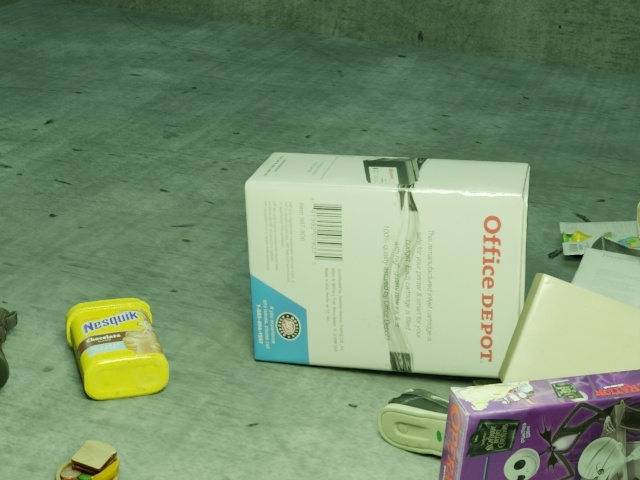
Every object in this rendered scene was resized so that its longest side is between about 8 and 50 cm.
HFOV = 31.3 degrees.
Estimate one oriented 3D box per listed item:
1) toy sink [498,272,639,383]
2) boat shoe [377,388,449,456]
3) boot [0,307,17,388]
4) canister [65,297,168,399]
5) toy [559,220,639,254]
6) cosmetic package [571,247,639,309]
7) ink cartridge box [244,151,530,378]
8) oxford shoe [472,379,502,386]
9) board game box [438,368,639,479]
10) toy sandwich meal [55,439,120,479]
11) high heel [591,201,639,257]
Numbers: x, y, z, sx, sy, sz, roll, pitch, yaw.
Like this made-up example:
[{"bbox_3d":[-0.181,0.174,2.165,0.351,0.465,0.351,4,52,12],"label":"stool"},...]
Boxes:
[{"bbox_3d":[0.369,0.153,1.489,0.234,0.152,0.131,20,1,6],"label":"toy sink"},{"bbox_3d":[0.191,0.247,1.480,0.233,0.084,0.079,15,26,32],"label":"boat shoe"},{"bbox_3d":[-0.557,0.154,1.616,0.263,0.091,0.229,0,18,-19],"label":"boot"},{"bbox_3d":[-0.292,0.155,1.644,0.126,0.073,0.170,-5,26,-19],"label":"canister"},{"bbox_3d":[0.568,0.010,2.125,0.237,0.056,0.137,1,26,7],"label":"toy"},{"bbox_3d":[0.575,0.133,1.786,0.377,0.097,0.284,11,26,18],"label":"cosmetic package"},{"bbox_3d":[0.105,0.032,1.677,0.395,0.285,0.166,3,22,12],"label":"ink cartridge box"},{"bbox_3d":[0.252,0.233,1.550,0.076,0.076,0.212,2,7,-8],"label":"oxford shoe"},{"bbox_3d":[0.203,0.283,1.064,0.208,0.346,0.056,-2,26,-12],"label":"board game box"},{"bbox_3d":[-0.284,0.279,1.407,0.086,0.029,0.085,3,23,-1],"label":"toy sandwich meal"},{"bbox_3d":[0.608,-0.002,1.930,0.186,0.261,0.093,19,60,-20],"label":"high heel"}]
